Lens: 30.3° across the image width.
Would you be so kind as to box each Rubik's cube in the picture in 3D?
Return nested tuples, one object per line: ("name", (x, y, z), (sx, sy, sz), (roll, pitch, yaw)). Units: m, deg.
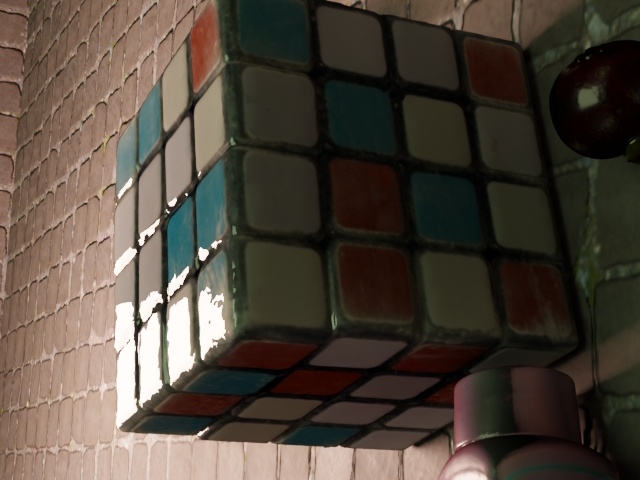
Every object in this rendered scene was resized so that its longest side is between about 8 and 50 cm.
("Rubik's cube", (0.001, 0.000, 0.873), (0.256, 0.253, 0.259), (137, 136, -54))

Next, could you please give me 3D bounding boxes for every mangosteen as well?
("mangosteen", (0.181, -0.083, 0.726), (0.081, 0.080, 0.081), (-28, 58, 60))

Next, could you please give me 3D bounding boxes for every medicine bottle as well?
("medicine bottle", (0.126, 0.179, 0.729), (0.119, 0.094, 0.188), (119, 155, -59))
